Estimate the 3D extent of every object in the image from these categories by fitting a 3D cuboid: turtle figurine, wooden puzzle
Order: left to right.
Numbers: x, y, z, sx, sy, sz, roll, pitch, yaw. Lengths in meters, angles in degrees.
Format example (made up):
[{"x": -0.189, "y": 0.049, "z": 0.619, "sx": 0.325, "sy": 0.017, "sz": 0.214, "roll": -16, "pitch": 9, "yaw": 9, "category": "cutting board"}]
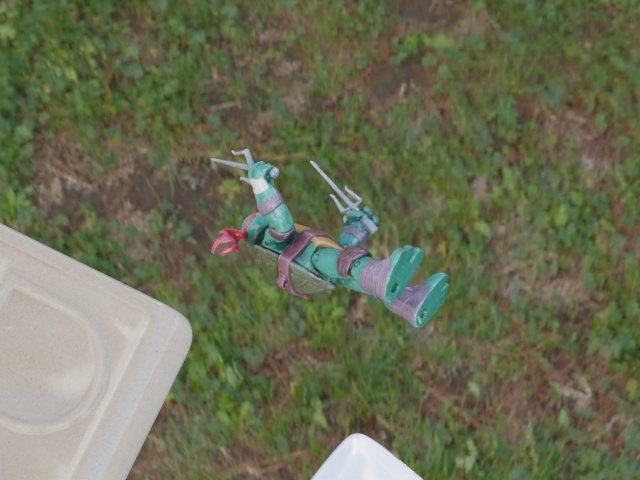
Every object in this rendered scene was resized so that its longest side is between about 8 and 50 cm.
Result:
[{"x": -0.325, "y": 0.137, "z": 1.006, "sx": 0.348, "sy": 0.080, "sz": 0.322, "roll": 28, "pitch": 79, "yaw": -11, "category": "wooden puzzle"}, {"x": 0.000, "y": 0.000, "z": 1.150, "sx": 0.234, "sy": 0.175, "sz": 0.118, "roll": 28, "pitch": 101, "yaw": 32, "category": "turtle figurine"}]

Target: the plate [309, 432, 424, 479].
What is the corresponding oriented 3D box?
[{"x": 0.053, "y": 0.355, "z": 1.089, "sx": 0.277, "sy": 0.045, "sz": 0.278, "roll": 36, "pitch": 65, "yaw": 16, "category": "plate"}]
